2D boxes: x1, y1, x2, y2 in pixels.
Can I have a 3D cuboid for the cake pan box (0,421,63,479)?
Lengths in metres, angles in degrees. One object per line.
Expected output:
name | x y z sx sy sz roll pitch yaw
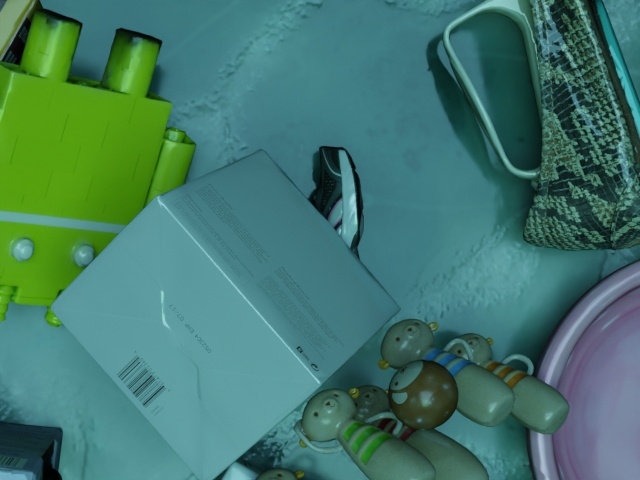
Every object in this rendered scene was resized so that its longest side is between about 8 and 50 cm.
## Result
cake pan box | -0.345 0.186 1.165 0.267 0.246 0.070 6 91 -7

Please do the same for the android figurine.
android figurine | -0.224 -0.055 1.218 0.248 0.056 0.273 9 103 -44

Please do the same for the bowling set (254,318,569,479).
bowling set | 0.068 0.131 1.166 0.287 0.200 0.154 -37 52 -26

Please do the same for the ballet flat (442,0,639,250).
ballet flat | 0.194 -0.224 1.286 0.182 0.164 0.483 -9 91 15

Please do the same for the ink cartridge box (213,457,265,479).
ink cartridge box | -0.028 0.309 1.268 0.208 0.087 0.153 32 85 -3

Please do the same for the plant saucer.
plant saucer | 0.348 0.171 1.311 0.332 0.084 0.332 0 89 -6

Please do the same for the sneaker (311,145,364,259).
sneaker | 0.000 0.000 1.293 0.077 0.072 0.178 -2 83 5

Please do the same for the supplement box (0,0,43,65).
supplement box | -0.368 -0.166 1.231 0.194 0.129 0.191 29 86 -3

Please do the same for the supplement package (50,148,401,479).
supplement package | -0.073 0.057 1.187 0.149 0.203 0.194 -42 86 25
